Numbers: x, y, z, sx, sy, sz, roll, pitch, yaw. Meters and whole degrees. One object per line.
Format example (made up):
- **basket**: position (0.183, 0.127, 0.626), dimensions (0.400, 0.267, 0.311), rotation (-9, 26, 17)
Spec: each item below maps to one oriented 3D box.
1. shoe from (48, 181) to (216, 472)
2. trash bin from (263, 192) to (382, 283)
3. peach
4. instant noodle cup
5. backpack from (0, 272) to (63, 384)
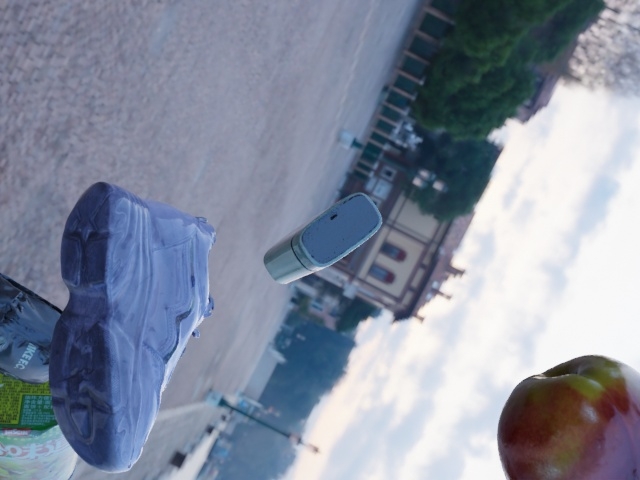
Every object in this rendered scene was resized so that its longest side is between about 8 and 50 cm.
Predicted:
- **shoe**: position (-0.155, 0.077, 0.799), dimensions (0.095, 0.138, 0.245), rotation (-4, -98, 45)
- **trash bin**: position (0.000, 0.000, 1.132), dimensions (0.116, 0.059, 0.130), rotation (-34, -177, -26)
- **peach**: position (0.293, 0.228, 0.997), dimensions (0.190, 0.192, 0.190), rotation (-23, -172, 3)
- **instant noodle cup**: position (-0.420, 0.254, 1.296), dimensions (0.207, 0.207, 0.232), rotation (-62, 173, -48)
- **backpack**: position (-0.375, 0.106, 1.072), dimensions (0.120, 0.165, 0.106), rotation (-48, -167, 44)
